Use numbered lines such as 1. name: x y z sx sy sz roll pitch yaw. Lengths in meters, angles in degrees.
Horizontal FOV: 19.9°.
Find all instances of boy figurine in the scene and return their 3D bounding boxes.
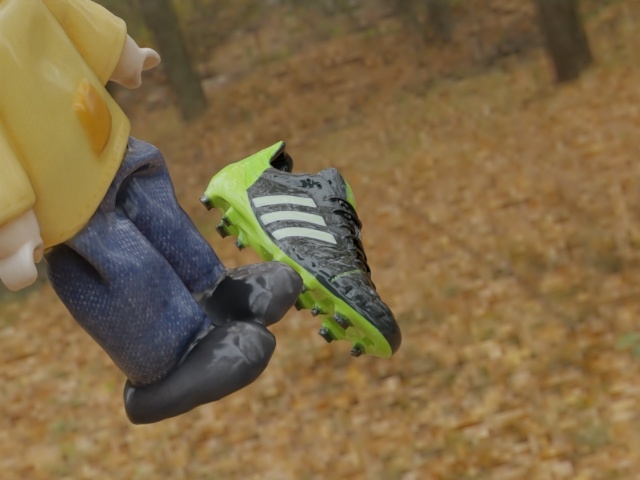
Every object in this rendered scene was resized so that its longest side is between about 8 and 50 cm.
1. boy figurine: -0.121 -0.060 0.818 0.092 0.285 0.177 -20 23 29

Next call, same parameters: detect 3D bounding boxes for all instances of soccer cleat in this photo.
1. soccer cleat: 0.000 0.000 1.044 0.072 0.060 0.179 -37 49 -11
